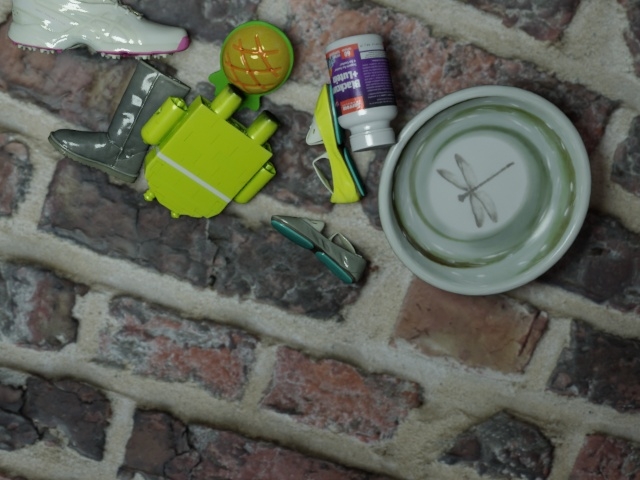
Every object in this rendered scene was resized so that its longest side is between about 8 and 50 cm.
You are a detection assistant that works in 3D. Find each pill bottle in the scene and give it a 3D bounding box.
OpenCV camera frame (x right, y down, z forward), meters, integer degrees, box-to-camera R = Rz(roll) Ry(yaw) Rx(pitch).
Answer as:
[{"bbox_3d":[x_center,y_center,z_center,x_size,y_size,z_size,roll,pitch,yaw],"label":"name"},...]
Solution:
[{"bbox_3d":[0.076,-0.258,1.687,0.108,0.108,0.193,-11,90,-2],"label":"pill bottle"}]

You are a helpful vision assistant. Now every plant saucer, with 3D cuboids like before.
[{"bbox_3d":[0.300,-0.098,1.792,0.401,0.100,0.400,-2,109,-5],"label":"plant saucer"}]

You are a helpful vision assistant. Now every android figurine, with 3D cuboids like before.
[{"bbox_3d":[-0.204,-0.149,1.715,0.248,0.056,0.273,32,112,-29],"label":"android figurine"}]

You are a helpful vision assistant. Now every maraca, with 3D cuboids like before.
[{"bbox_3d":[-0.123,-0.306,1.686,0.127,0.099,0.185,35,126,-8],"label":"maraca"}]

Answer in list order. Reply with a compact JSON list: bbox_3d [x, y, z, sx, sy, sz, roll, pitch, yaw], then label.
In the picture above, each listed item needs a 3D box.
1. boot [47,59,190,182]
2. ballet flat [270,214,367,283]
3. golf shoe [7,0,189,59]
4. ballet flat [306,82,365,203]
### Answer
[{"bbox_3d":[-0.357,-0.224,1.695,0.190,0.076,0.208,21,112,-27],"label":"boot"},{"bbox_3d":[0.000,0.000,1.819,0.213,0.072,0.068,38,73,-16],"label":"ballet flat"},{"bbox_3d":[-0.374,-0.381,1.626,0.306,0.115,0.140,4,104,-9],"label":"golf shoe"},{"bbox_3d":[0.017,-0.171,1.757,0.077,0.077,0.231,-13,111,12],"label":"ballet flat"}]
